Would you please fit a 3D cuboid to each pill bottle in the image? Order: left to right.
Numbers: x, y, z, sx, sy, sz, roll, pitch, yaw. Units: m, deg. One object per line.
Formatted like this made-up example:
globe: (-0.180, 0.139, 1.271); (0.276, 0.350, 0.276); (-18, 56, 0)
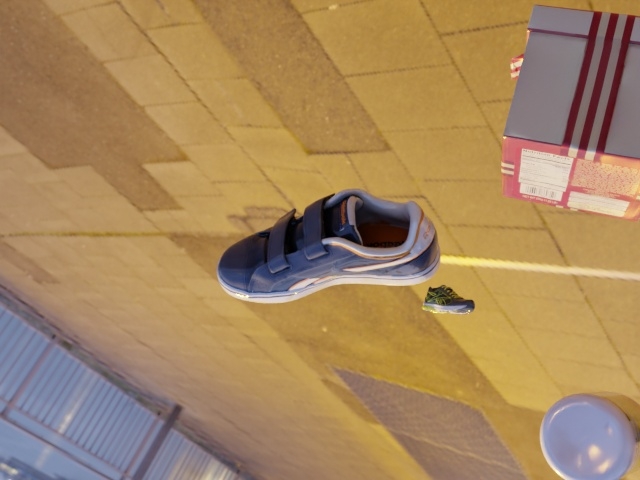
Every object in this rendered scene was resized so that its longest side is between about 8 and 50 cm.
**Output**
pill bottle: (0.384, 0.266, 1.010); (0.117, 0.117, 0.215); (9, 176, 34)

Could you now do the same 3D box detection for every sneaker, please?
sneaker: (0.000, 0.000, 1.026); (0.321, 0.126, 0.127); (-8, 143, 9)
sneaker: (0.155, 0.071, 0.906); (0.031, 0.035, 0.083); (12, 170, -35)

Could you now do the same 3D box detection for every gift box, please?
gift box: (0.405, -0.198, 1.145); (0.255, 0.258, 0.276); (15, 165, 13)
